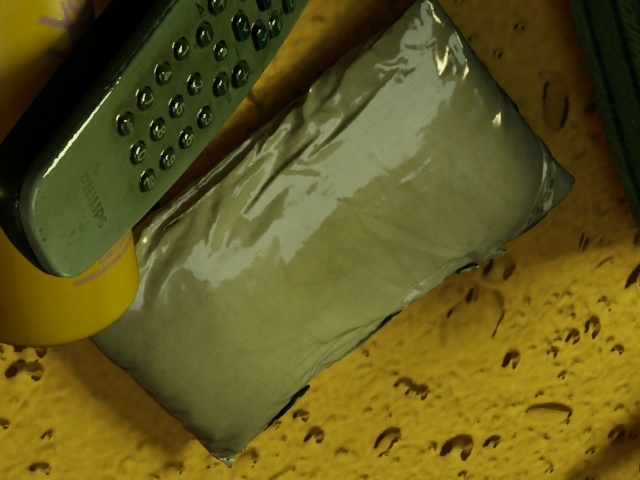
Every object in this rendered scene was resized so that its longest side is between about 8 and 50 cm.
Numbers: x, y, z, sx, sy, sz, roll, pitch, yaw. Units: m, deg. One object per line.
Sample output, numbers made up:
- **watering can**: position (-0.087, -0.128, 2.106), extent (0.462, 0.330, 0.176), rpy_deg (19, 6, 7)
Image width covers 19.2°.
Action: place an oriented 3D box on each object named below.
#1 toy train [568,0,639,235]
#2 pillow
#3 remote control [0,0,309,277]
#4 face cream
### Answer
- **toy train**: position (0.207, -0.093, 0.857), extent (0.138, 0.178, 0.330), rpy_deg (-31, 131, -7)
- **pillow**: position (0.000, 0.000, 0.891), extent (0.229, 0.050, 0.148), rpy_deg (-40, 124, 0)
- **remote control**: position (-0.056, -0.076, 0.746), extent (0.222, 0.042, 0.072), rpy_deg (-55, 147, -33)
- **face cream**: position (-0.127, -0.086, 0.742), extent (0.078, 0.078, 0.273), rpy_deg (-18, 127, -18)
